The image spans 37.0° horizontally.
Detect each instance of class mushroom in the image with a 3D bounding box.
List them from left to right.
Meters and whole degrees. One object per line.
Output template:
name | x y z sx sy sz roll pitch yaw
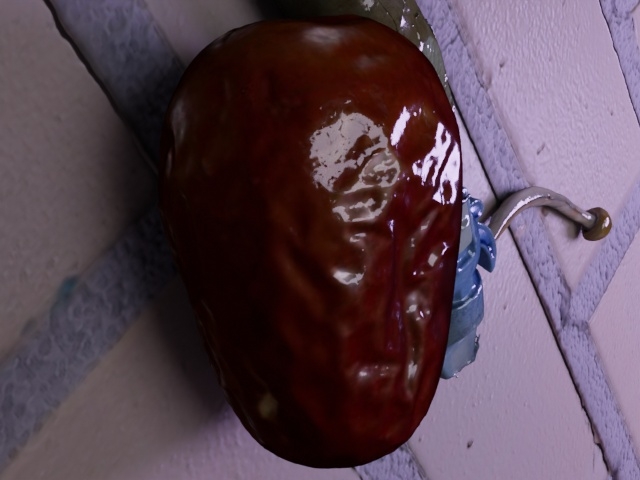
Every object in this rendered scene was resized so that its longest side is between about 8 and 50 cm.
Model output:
mushroom | 0.239 -0.023 1.062 0.306 0.043 0.068 -4 72 -45

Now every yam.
yam | 0.042 -0.160 0.793 0.259 0.106 0.106 53 56 -33

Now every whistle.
whistle | 0.103 0.026 0.876 0.180 0.093 0.269 -42 138 -30

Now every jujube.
jujube | 0.000 0.000 0.685 0.223 0.223 0.318 -24 114 -44
